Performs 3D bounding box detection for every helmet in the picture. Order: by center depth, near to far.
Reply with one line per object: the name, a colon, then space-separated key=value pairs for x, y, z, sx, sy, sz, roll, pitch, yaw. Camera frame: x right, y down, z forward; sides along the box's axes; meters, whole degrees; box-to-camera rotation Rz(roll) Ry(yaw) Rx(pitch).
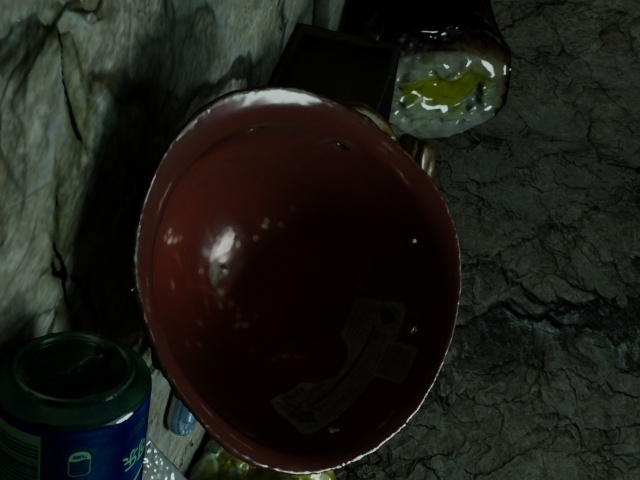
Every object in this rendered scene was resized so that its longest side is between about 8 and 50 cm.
helmet: x=-0.060 y=0.035 z=0.839 sx=0.337 sy=0.385 sz=0.230 roll=-52 pitch=-154 yaw=-19

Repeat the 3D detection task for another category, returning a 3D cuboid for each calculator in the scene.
calculator: x=-0.165 y=0.171 z=1.126 sx=0.121 sy=0.039 sz=0.210 roll=-3 pitch=108 yaw=-84

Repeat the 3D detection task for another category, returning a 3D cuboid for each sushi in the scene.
sushi: x=0.184 y=-0.368 z=1.479 sx=0.281 sy=0.299 sz=0.294 roll=122 pitch=-29 yaw=-58

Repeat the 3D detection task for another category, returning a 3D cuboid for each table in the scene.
table: x=0.022 y=-0.207 z=1.250 sx=0.193 sy=0.169 sz=0.172 roll=91 pitch=16 yaw=-57

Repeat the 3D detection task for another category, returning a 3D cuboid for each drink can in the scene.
drink can: x=-0.197 y=0.178 z=0.628 sx=0.118 sy=0.118 sz=0.204 roll=-60 pitch=165 yaw=-62

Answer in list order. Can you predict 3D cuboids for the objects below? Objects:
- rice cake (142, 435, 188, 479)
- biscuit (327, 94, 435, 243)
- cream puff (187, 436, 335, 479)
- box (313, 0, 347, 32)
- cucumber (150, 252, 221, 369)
rice cake: x=-0.157 y=0.336 z=0.942 sx=0.056 sy=0.073 sz=0.365 roll=-63 pitch=143 yaw=-38
biscuit: x=0.027 y=-0.024 z=1.141 sx=0.350 sy=0.070 sz=0.394 roll=-38 pitch=136 yaw=-6
cream puff: x=-0.104 y=0.499 z=1.341 sx=0.378 sy=0.276 sz=0.378 roll=18 pitch=90 yaw=-84
box: x=0.023 y=-0.428 z=1.330 sx=0.247 sy=0.033 sz=0.129 roll=97 pitch=12 yaw=-47
cucumber: x=-0.145 y=0.038 z=0.954 sx=0.056 sy=0.056 sz=0.250 roll=83 pitch=26 yaw=-70
